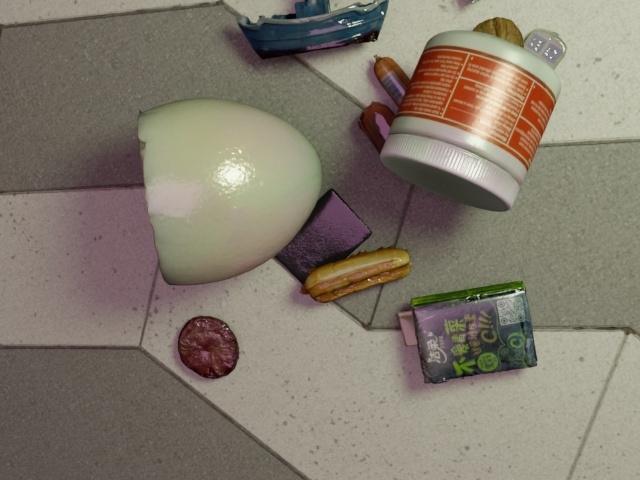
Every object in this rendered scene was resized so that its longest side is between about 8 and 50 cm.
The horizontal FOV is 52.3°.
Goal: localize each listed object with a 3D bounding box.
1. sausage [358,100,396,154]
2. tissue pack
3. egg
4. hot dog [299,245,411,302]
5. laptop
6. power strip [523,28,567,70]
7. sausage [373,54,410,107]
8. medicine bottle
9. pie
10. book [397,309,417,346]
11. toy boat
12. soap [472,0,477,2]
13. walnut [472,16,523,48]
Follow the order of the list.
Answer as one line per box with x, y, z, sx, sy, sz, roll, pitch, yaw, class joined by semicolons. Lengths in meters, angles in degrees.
0.134;-0.214;1.317;0.076;0.076;0.141;-37;88;14;sausage
0.311;0.187;1.330;0.235;0.073;0.174;-11;96;7;tissue pack
-0.162;-0.104;1.269;0.339;0.354;0.355;-9;97;-9;egg
0.067;0.065;1.363;0.249;0.102;0.076;-19;62;10;hot dog
0.000;0.000;1.407;0.197;0.016;0.135;-42;90;15;laptop
0.390;-0.307;1.272;0.080;0.029;0.227;34;104;4;power strip
0.216;-0.233;1.306;0.053;0.053;0.348;-39;89;14;sausage
0.262;-0.207;1.153;0.252;0.252;0.241;24;88;7;medicine bottle
-0.255;0.243;1.482;0.154;0.036;0.155;2;99;11;pie
0.226;0.180;1.387;0.110;0.014;0.077;-12;95;12;book
-0.017;-0.444;1.282;0.309;0.129;0.143;-4;109;13;toy boat
0.331;-0.516;1.215;0.149;0.100;0.056;-38;84;-11;soap
0.331;-0.364;1.232;0.105;0.105;0.125;3;57;11;walnut
